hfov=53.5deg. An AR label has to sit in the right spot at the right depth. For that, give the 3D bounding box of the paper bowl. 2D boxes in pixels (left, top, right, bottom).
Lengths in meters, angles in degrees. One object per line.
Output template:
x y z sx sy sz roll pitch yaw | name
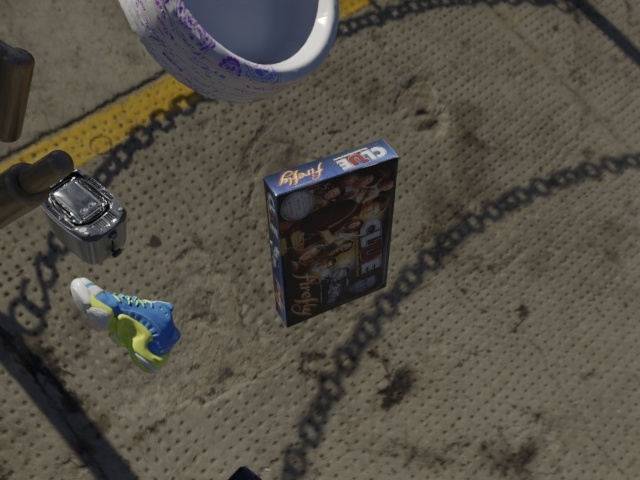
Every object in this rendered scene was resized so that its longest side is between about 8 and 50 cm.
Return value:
-0.124 -0.316 0.815 0.284 0.148 0.285 10 74 -40 | paper bowl

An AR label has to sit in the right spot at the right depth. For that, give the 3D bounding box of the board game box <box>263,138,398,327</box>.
0.015 -0.003 0.835 0.164 0.243 0.042 -21 48 -18 | board game box

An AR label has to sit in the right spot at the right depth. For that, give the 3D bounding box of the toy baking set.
-0.269 -0.085 0.414 0.197 0.256 0.030 56 37 -12 | toy baking set

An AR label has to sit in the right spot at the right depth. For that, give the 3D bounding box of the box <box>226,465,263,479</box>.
-0.103 0.312 0.510 0.108 0.207 0.153 37 109 11 | box

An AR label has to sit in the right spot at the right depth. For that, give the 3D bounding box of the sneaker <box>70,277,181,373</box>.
-0.368 0.140 1.235 0.126 0.091 0.240 -48 112 -29 | sneaker

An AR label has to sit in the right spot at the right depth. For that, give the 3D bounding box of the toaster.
-0.528 -0.052 1.404 0.227 0.146 0.129 37 57 13 | toaster
